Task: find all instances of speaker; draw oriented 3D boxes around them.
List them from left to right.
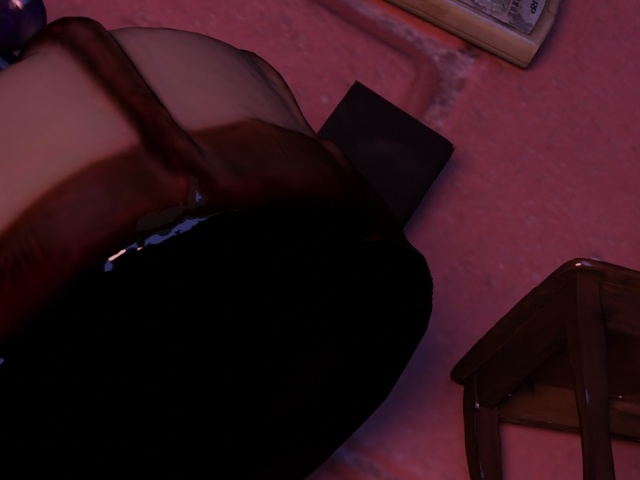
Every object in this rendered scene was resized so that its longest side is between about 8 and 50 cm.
[{"bbox_3d":[0.000,0.000,1.072,0.082,0.044,0.218,33,52,1],"label":"speaker"}]

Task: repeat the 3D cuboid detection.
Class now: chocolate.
[{"bbox_3d":[-0.101,0.018,0.882,0.283,0.284,0.186,-15,49,-30],"label":"chocolate"}]

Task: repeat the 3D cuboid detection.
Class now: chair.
[{"bbox_3d":[0.190,0.057,1.043,0.186,0.160,0.319,11,57,-18],"label":"chair"}]

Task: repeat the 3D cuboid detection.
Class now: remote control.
[{"bbox_3d":[0.061,-0.207,1.240,0.233,0.038,0.098,26,53,-6],"label":"remote control"}]

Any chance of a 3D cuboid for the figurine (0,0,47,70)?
[{"bbox_3d":[-0.315,-0.023,0.889,0.193,0.154,0.421,29,50,4],"label":"figurine"}]
